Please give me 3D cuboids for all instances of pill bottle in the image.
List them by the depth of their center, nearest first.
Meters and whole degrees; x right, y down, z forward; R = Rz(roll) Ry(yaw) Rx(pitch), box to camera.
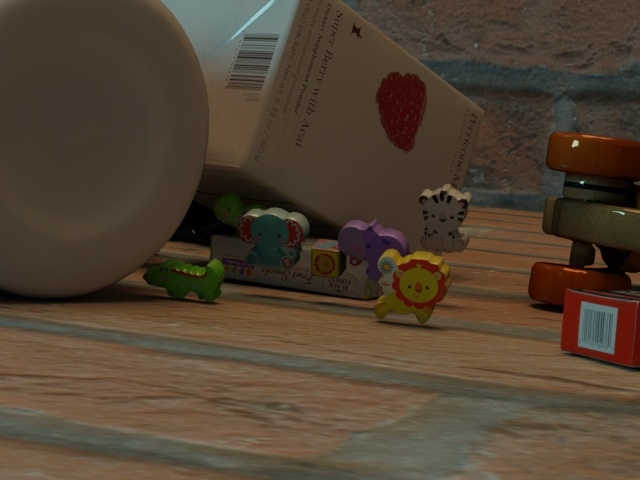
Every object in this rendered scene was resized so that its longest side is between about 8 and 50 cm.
[{"bbox_3d":[-0.285,-0.104,1.124,0.229,0.229,0.407,1,9,-40],"label":"pill bottle"}]

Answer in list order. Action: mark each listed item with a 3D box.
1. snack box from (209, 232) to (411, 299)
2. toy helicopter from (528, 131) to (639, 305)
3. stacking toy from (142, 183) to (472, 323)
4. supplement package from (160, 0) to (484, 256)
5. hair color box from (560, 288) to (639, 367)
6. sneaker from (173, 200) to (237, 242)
[{"bbox_3d":[-0.008,0.019,1.221,0.141,0.037,0.100,8,7,22],"label":"snack box"},{"bbox_3d":[0.315,-0.007,1.312,0.234,0.140,0.355,8,2,11],"label":"toy helicopter"},{"bbox_3d":[0.000,0.000,1.106,0.221,0.052,0.167,5,19,14],"label":"stacking toy"},{"bbox_3d":[-0.014,-0.100,1.335,0.175,0.178,0.293,9,-13,40],"label":"supplement package"},{"bbox_3d":[0.232,0.056,0.955,0.141,0.043,0.072,3,4,-31],"label":"hair color box"},{"bbox_3d":[-0.072,-0.037,1.573,0.293,0.102,0.146,0,8,0],"label":"sneaker"}]
